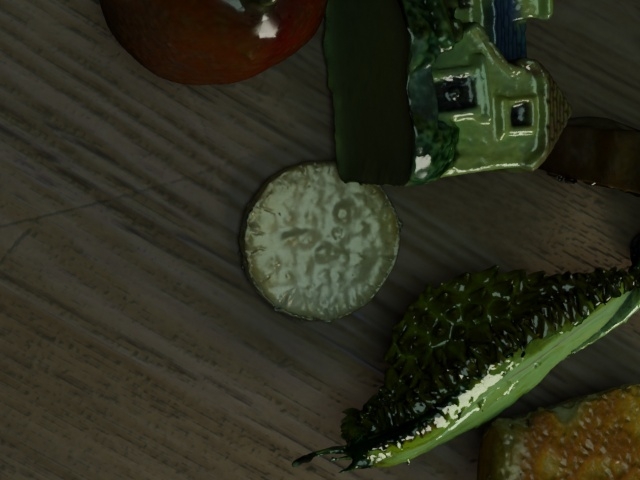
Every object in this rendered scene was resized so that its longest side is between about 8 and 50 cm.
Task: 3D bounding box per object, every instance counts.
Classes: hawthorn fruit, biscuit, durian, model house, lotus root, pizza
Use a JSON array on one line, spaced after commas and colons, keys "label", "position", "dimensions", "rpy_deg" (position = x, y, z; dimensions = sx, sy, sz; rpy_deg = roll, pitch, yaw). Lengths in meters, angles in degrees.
[{"label": "hawthorn fruit", "position": [-0.073, -0.213, 1.589], "dimensions": [0.199, 0.251, 0.199], "rpy_deg": [-7, 109, -20]}, {"label": "biscuit", "position": [0.000, 0.000, 1.741], "dimensions": [0.152, 0.020, 0.152], "rpy_deg": [-1, 96, -13]}, {"label": "durian", "position": [0.132, 0.101, 1.730], "dimensions": [0.375, 0.132, 0.107], "rpy_deg": [-29, 58, -7]}, {"label": "model house", "position": [0.121, -0.158, 1.674], "dimensions": [0.189, 0.195, 0.214], "rpy_deg": [-6, 92, -22]}, {"label": "lotus root", "position": [0.340, -0.059, 1.746], "dimensions": [0.260, 0.170, 0.074], "rpy_deg": [9, 97, -22]}, {"label": "pizza", "position": [0.276, 0.228, 1.782], "dimensions": [0.297, 0.071, 0.189], "rpy_deg": [-7, 83, -15]}]

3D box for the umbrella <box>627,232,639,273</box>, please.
[{"label": "umbrella", "position": [0.399, 0.028, 1.812], "dimensions": [0.224, 0.080, 0.071], "rpy_deg": [19, 66, -17]}]
